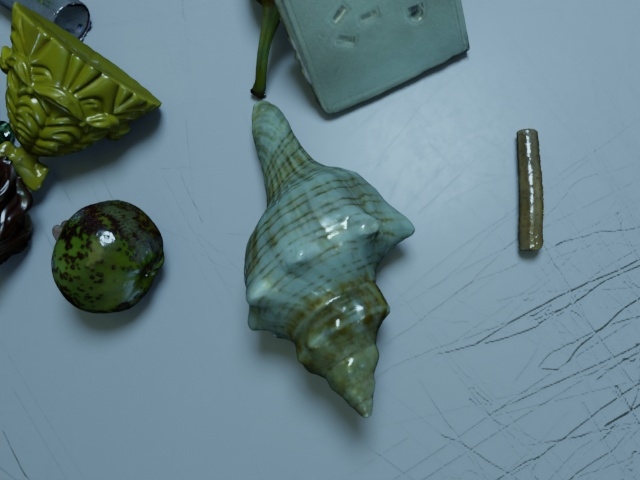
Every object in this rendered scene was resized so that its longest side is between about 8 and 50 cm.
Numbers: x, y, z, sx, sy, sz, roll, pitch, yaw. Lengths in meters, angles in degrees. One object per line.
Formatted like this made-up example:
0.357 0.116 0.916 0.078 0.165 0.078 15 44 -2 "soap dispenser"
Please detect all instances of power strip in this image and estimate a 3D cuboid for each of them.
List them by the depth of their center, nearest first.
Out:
0.059 -0.276 0.683 0.213 0.198 0.065 -23 40 2 "power strip"

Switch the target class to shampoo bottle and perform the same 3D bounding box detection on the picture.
-0.417 -0.350 0.790 0.214 0.072 0.072 35 88 10 "shampoo bottle"

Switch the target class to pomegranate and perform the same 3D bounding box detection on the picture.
-0.263 0.015 0.707 0.125 0.163 0.138 12 101 -29 "pomegranate"

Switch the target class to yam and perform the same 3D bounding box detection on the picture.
0.248 -0.060 0.679 0.032 0.032 0.146 -1 81 8 "yam"

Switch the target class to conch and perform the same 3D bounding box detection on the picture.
0.004 -0.001 0.641 0.203 0.169 0.387 -8 82 -19 "conch"

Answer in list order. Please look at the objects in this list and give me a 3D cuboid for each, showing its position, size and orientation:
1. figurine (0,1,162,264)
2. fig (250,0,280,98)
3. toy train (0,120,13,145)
-0.373 -0.102 0.720 0.315 0.187 0.168 -53 53 7 "figurine"
-0.053 -0.302 0.709 0.149 0.149 0.246 17 97 10 "fig"
-0.495 -0.163 0.776 0.111 0.071 0.171 -39 79 8 "toy train"
